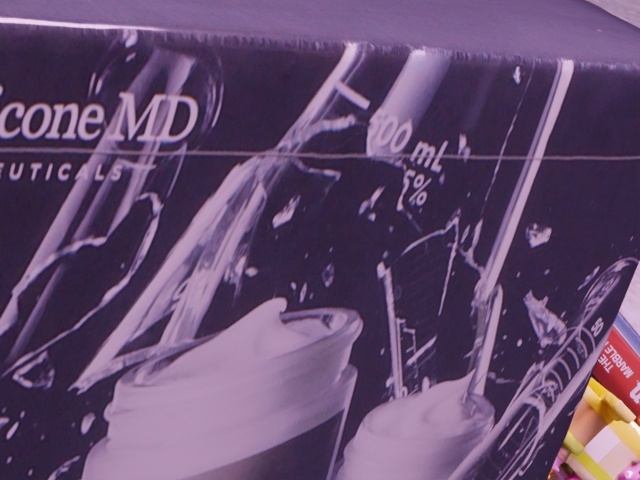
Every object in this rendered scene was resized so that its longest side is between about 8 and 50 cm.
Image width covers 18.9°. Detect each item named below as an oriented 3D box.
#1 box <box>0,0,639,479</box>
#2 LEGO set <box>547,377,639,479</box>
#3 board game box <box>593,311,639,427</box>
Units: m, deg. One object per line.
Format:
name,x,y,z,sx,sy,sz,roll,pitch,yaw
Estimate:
box,-0.089,0.047,0.591,0.343,0.312,0.179,-3,29,-47
LEGO set,0.065,0.084,0.826,0.132,0.107,0.287,45,0,37
board game box,0.178,0.086,1.016,0.145,0.027,0.281,40,11,-41
